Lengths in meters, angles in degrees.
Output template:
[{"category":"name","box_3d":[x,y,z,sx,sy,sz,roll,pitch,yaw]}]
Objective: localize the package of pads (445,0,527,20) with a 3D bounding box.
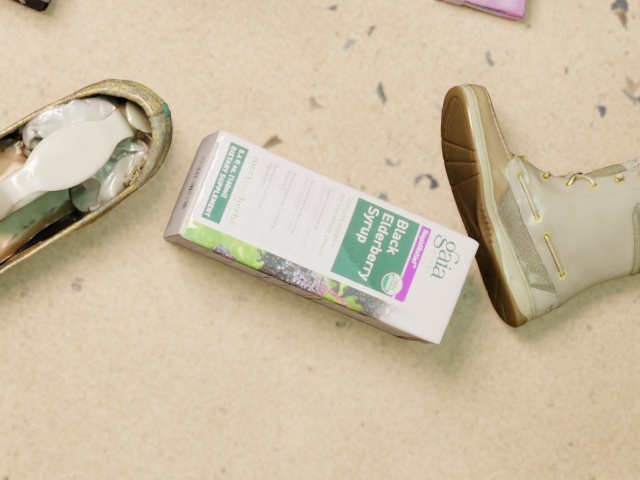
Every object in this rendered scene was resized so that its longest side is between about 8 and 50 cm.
[{"category":"package of pads","box_3d":[0.141,-0.224,1.568,0.083,0.032,0.050,14,83,-14]}]

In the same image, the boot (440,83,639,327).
[{"category":"boot","box_3d":[0.201,-0.050,1.559,0.165,0.077,0.213,-20,99,-13]}]

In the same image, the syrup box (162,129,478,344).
[{"category":"syrup box","box_3d":[0.000,0.000,1.495,0.237,0.096,0.093,23,83,-12]}]

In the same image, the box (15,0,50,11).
[{"category":"box","box_3d":[-0.290,-0.312,1.444,0.231,0.056,0.183,22,82,-13]}]

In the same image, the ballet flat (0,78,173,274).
[{"category":"ballet flat","box_3d":[-0.265,-0.021,1.417,0.348,0.123,0.123,-32,97,-13]}]
